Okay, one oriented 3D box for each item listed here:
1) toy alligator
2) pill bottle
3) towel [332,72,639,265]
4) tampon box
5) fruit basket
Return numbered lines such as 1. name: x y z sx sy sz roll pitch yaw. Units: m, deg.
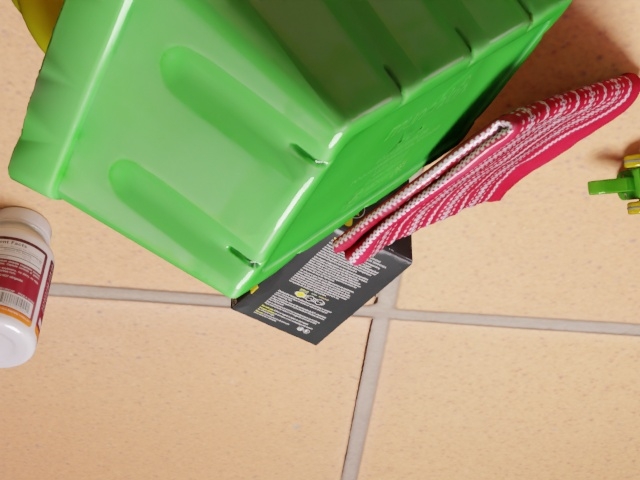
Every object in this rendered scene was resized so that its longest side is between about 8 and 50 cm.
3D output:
1. toy alligator: 0.348 -0.058 1.050 0.190 0.056 0.051 -7 180 7
2. pill bottle: -0.313 0.044 1.105 0.086 0.152 0.086 1 139 1
3. towel: 0.149 -0.064 0.931 0.199 0.275 0.031 -38 81 36
4. tampon box: 0.000 0.000 1.070 0.101 0.120 0.161 25 133 -25
5. fruit basket: -0.070 -0.179 0.765 0.392 0.392 0.283 18 136 -18
